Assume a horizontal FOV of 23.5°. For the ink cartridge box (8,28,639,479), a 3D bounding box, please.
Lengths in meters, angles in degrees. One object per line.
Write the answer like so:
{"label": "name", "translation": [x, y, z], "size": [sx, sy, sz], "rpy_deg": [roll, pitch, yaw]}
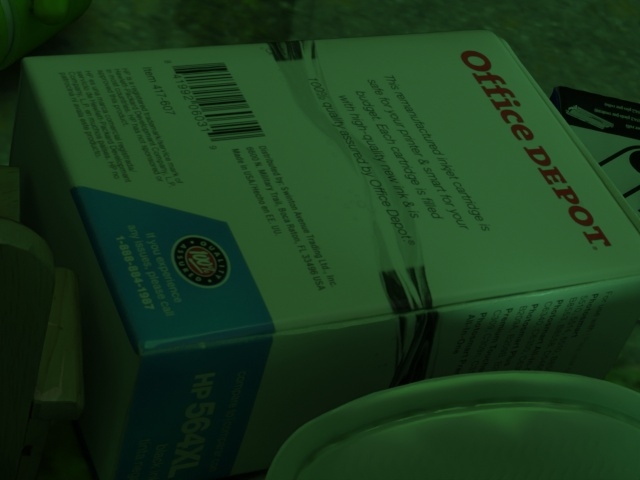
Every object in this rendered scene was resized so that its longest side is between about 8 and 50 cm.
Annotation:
{"label": "ink cartridge box", "translation": [0.000, 0.000, 0.578], "size": [0.203, 0.086, 0.148], "rpy_deg": [-6, 47, -25]}

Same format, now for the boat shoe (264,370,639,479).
{"label": "boat shoe", "translation": [0.124, 0.104, 0.512], "size": [0.302, 0.091, 0.114], "rpy_deg": [11, 86, -9]}

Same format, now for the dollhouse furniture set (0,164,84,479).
{"label": "dollhouse furniture set", "translation": [-0.232, -0.111, 0.512], "size": [0.303, 0.174, 0.356], "rpy_deg": [3, 54, -16]}

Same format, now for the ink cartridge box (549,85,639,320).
{"label": "ink cartridge box", "translation": [0.197, -0.002, 0.676], "size": [0.207, 0.046, 0.097], "rpy_deg": [12, 44, -7]}

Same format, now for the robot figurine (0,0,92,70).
{"label": "robot figurine", "translation": [-0.142, -0.110, 0.661], "size": [0.101, 0.067, 0.115], "rpy_deg": [8, 35, 32]}
